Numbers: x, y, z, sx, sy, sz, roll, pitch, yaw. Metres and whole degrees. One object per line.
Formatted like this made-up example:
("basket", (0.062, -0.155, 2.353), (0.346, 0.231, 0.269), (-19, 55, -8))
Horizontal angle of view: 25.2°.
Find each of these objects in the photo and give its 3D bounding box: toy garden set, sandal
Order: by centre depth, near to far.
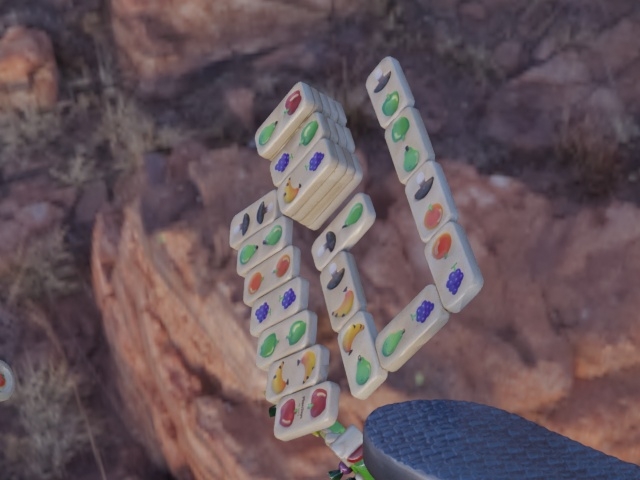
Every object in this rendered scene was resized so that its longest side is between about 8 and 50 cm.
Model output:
("sandal", (0.137, 0.148, 0.745), (0.254, 0.054, 0.097), (17, 22, 12))
("toy garden set", (0.042, 0.230, 1.372), (0.049, 0.204, 0.244), (-43, 29, -8))

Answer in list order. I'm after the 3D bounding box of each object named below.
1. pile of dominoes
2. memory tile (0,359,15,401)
("pile of dominoes", (0.000, 0.000, 0.952), (0.040, 0.196, 0.251), (25, 31, -31))
("memory tile", (-0.315, 0.090, 1.182), (0.012, 0.148, 0.113), (-21, 16, 33))
